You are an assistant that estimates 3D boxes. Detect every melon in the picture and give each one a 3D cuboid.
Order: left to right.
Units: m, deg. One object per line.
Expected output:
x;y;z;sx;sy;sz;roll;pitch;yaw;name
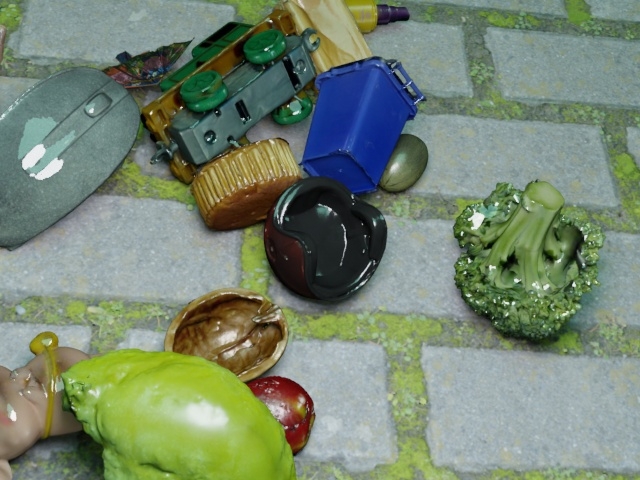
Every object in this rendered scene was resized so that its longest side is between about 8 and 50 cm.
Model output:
0.151;-0.148;2.018;0.098;0.098;0.130;33;57;15;melon

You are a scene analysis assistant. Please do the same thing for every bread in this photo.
-0.125;-0.091;1.873;0.199;0.199;0.104;-19;72;-23;bread
0.009;-0.399;2.146;0.136;0.107;0.241;-27;83;-19;bread

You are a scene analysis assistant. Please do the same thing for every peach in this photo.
-0.090;0.273;1.650;0.172;0.092;0.127;1;55;-12;peach

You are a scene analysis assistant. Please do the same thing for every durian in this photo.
-0.194;0.289;1.530;0.340;0.255;0.204;0;12;6;durian

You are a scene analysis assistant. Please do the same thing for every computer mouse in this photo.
-0.463;-0.147;1.822;0.203;0.114;0.374;40;76;-6;computer mouse

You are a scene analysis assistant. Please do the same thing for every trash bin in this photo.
0.072;-0.207;1.940;0.184;0.162;0.234;-9;48;37;trash bin

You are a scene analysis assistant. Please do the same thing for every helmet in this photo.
0.000;0.000;1.813;0.189;0.193;0.216;-20;87;-27;helmet

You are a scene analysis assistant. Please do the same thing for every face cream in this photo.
0.059;-0.482;2.273;0.273;0.078;0.078;-6;54;-14;face cream

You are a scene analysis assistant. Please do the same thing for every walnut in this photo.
-0.157;0.171;1.720;0.211;0.087;0.167;-23;66;-23;walnut

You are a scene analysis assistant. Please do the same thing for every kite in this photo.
-0.363;-0.327;2.060;0.321;0.016;0.234;-26;35;-18;kite

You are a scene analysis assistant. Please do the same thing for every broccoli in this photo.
0.364;0.024;1.845;0.288;0.260;0.235;46;24;28;broccoli

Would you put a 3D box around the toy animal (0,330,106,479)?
-0.426;0.237;1.588;0.248;0.149;0.165;-25;44;-18;toy animal

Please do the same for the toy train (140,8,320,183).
-0.182;-0.282;1.996;0.429;0.178;0.249;-41;39;-22;toy train

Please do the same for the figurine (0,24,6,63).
-0.680;-0.313;1.967;0.163;0.141;0.236;23;52;1;figurine
